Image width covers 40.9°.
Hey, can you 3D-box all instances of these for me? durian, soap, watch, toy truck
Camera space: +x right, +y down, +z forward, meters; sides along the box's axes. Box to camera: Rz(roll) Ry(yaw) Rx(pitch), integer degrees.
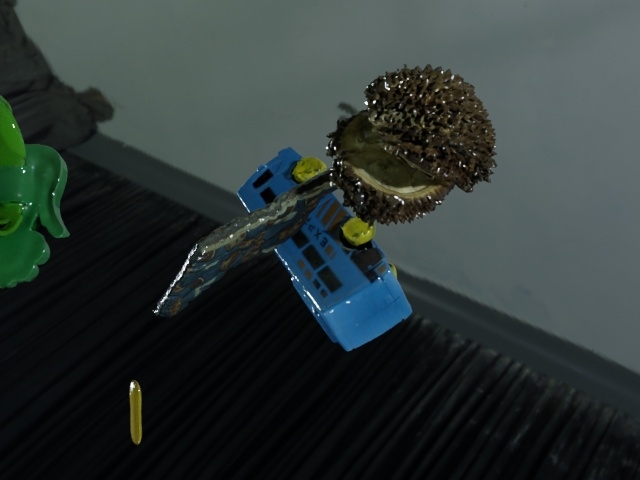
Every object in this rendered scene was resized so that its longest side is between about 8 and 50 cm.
[{"bbox_3d":[0.110,-0.097,0.966,0.196,0.167,0.196,2,150,1],"label":"durian"},{"bbox_3d":[-0.254,0.237,1.180,0.034,0.012,0.089,6,98,60],"label":"soap"},{"bbox_3d":[-0.312,-0.048,0.783,0.131,0.165,0.152,-2,163,4],"label":"watch"},{"bbox_3d":[0.000,0.000,1.454,0.385,0.162,0.161,53,175,42],"label":"toy truck"}]

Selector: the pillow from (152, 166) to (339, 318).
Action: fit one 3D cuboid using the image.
[{"bbox_3d":[-0.084,-0.002,1.033,0.034,0.255,0.189,52,143,5],"label":"pillow"}]
